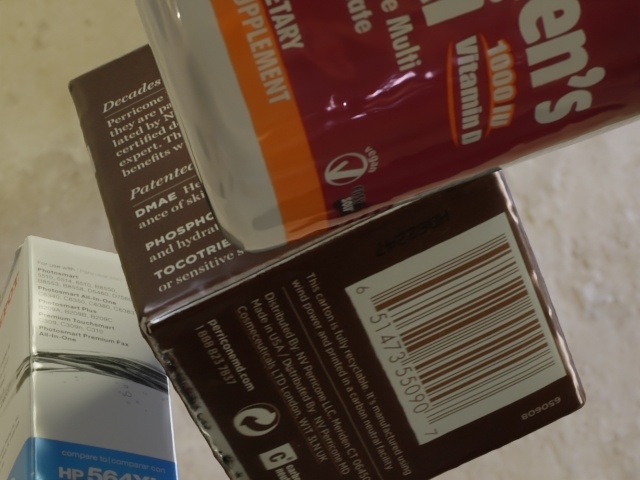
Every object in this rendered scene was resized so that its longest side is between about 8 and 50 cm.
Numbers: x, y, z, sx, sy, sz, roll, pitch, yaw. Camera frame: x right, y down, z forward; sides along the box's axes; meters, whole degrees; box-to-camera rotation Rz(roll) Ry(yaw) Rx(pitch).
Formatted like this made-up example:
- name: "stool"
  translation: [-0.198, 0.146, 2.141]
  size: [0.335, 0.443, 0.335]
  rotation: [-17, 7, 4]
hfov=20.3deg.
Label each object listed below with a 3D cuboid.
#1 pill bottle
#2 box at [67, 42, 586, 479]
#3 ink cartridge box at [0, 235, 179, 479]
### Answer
- name: "pill bottle"
  translation: [0.059, -0.087, 0.488]
  size: [0.221, 0.121, 0.121]
  rotation: [-20, 80, -4]
- name: "box"
  translation: [0.000, 0.000, 0.861]
  size: [0.168, 0.167, 0.203]
  rotation: [64, 1, -40]
- name: "ink cartridge box"
  translation: [-0.142, 0.120, 0.985]
  size: [0.086, 0.148, 0.203]
  rotation: [12, 39, -19]
